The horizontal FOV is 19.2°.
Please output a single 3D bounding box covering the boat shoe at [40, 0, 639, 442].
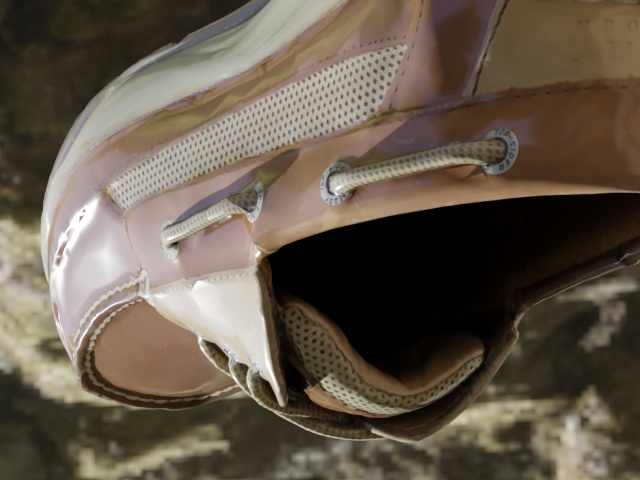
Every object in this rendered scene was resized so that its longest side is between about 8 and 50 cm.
[{"bbox_3d":[0.000,0.000,0.562,0.324,0.123,0.116,-41,46,55],"label":"boat shoe"}]
